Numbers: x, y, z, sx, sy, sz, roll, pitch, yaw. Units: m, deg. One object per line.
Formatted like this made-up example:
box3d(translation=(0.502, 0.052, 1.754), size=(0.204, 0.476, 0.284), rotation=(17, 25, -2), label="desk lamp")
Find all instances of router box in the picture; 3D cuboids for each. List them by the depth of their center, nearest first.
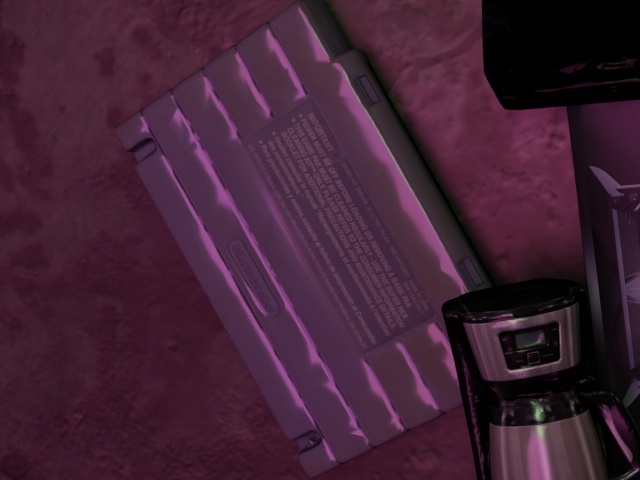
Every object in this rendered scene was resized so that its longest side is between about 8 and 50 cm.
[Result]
box3d(translation=(0.322, 0.023, 1.067), size=(0.243, 0.081, 0.309), rotation=(-3, 100, 27), label="router box")

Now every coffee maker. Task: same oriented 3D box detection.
box3d(translation=(0.149, 0.123, 1.090), size=(0.171, 0.120, 0.178), rotation=(177, 82, -67), label="coffee maker")

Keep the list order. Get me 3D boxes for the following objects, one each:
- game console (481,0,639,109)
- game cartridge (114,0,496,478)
box3d(translation=(0.289, -0.206, 1.015), size=(0.361, 0.044, 0.213), rotation=(-3, 75, 21), label="game console")
box3d(translation=(0.000, 0.000, 1.230), size=(0.230, 0.068, 0.355), rotation=(-30, 88, 24), label="game cartridge")
